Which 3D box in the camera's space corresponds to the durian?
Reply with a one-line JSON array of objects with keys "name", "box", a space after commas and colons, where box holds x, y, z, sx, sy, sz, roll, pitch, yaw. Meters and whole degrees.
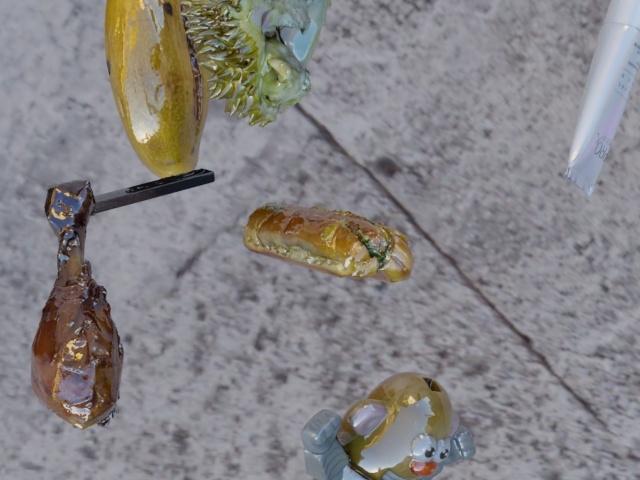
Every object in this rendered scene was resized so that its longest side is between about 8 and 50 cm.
[{"name": "durian", "box": [-0.057, -0.220, 1.444, 0.166, 0.306, 0.172, -26, 93, 19]}]

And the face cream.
[{"name": "face cream", "box": [0.345, -0.179, 1.639, 0.058, 0.092, 0.244, 14, 84, 33]}]

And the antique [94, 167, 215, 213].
[{"name": "antique", "box": [-0.213, -0.055, 1.588, 0.031, 0.192, 0.015, 21, 122, 54]}]

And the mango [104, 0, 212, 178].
[{"name": "mango", "box": [-0.213, -0.224, 1.845, 0.120, 0.177, 0.295, -10, 99, 22]}]

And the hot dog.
[{"name": "hot dog", "box": [0.000, 0.000, 1.541, 0.269, 0.115, 0.072, 15, 104, 53]}]

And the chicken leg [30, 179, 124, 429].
[{"name": "chicken leg", "box": [-0.265, 0.059, 1.435, 0.113, 0.093, 0.304, -54, 38, 45]}]

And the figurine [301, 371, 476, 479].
[{"name": "figurine", "box": [0.086, 0.315, 1.962, 0.167, 0.342, 0.285, 36, 104, 21]}]
